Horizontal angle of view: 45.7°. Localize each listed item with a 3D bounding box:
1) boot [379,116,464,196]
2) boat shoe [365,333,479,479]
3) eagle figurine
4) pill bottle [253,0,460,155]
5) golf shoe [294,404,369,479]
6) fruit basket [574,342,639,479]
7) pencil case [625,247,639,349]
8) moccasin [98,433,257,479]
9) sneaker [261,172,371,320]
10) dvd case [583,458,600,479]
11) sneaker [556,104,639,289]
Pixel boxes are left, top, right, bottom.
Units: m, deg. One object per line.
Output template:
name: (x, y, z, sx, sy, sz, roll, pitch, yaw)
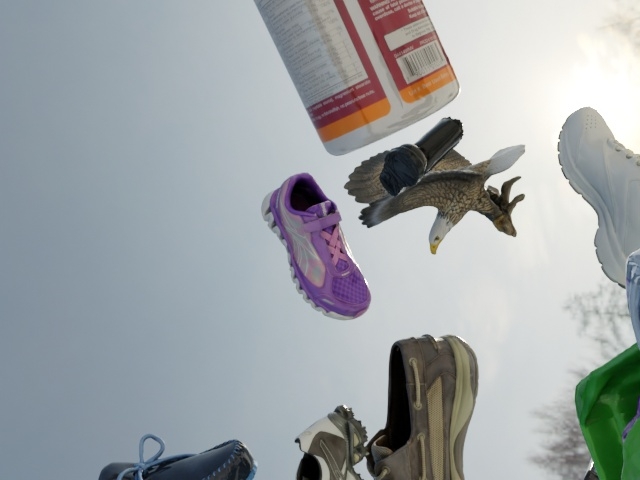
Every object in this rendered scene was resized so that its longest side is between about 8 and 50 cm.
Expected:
boot: (0.117, -0.099, 0.831, 0.099, 0.121, 0.045, -39, -95, -12)
boat shoe: (0.123, 0.302, 1.044, 0.130, 0.132, 0.356, 10, -102, -15)
eagle figurine: (0.213, -0.087, 1.379, 0.298, 0.226, 0.225, 19, -118, -10)
pill bottle: (0.013, -0.188, 0.593, 0.121, 0.121, 0.221, -35, -77, -47)
golf shoe: (0.010, 0.300, 0.939, 0.093, 0.077, 0.198, -16, -67, -23)
fruit basket: (0.248, 0.233, 0.457, 0.283, 0.391, 0.392, 102, -175, -64)
pencil case: (0.271, 0.002, 0.319, 0.124, 0.273, 0.113, 63, -177, 39)
moccasin: (-0.246, 0.336, 0.950, 0.117, 0.341, 0.138, 60, -179, -6)
sneaker: (0.000, 0.000, 1.070, 0.095, 0.104, 0.236, -18, -114, -33)
dvd case: (0.501, 0.382, 1.074, 0.022, 0.253, 0.180, -65, -23, 9)
sneaker: (0.436, -0.077, 1.070, 0.110, 0.129, 0.297, 2, -122, -29)
